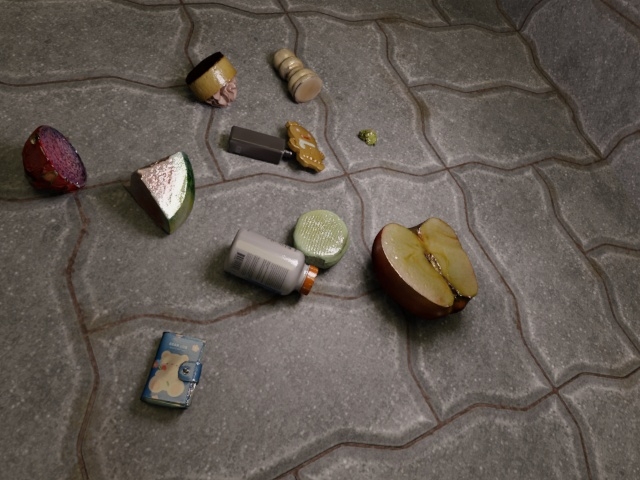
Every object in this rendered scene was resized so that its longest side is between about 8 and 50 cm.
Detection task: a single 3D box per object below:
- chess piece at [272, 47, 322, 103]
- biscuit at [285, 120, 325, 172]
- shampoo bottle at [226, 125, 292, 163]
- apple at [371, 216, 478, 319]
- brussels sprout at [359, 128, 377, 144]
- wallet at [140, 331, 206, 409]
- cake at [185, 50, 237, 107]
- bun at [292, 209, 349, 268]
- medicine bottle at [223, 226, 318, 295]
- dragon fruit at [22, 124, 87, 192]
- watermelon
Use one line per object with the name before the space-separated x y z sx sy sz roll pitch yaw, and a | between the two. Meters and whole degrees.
chess piece | -0.118 -0.732 2.128 0.142 0.143 0.261 -22 65 -29
biscuit | -0.060 -0.377 1.942 0.184 0.035 0.249 18 42 -41
shampoo bottle | -0.230 -0.362 1.886 0.246 0.080 0.079 13 56 -12
apple | 0.363 0.091 1.697 0.328 0.295 0.365 -31 69 4
brussels sprout | 0.206 -0.453 2.113 0.085 0.058 0.085 1 52 -1
wallet | -0.409 0.369 1.389 0.141 0.059 0.202 12 55 -4
cake | -0.405 -0.616 1.936 0.178 0.185 0.208 48 16 -38
bun | 0.001 -0.002 1.732 0.221 0.108 0.221 4 57 -7
medicine bottle | -0.156 0.080 1.594 0.288 0.157 0.157 24 55 -5
dragon fruit | -0.864 -0.236 1.541 0.148 0.219 0.224 -23 22 3
watermelon | -0.527 -0.178 1.651 0.231 0.193 0.310 24 66 -27
